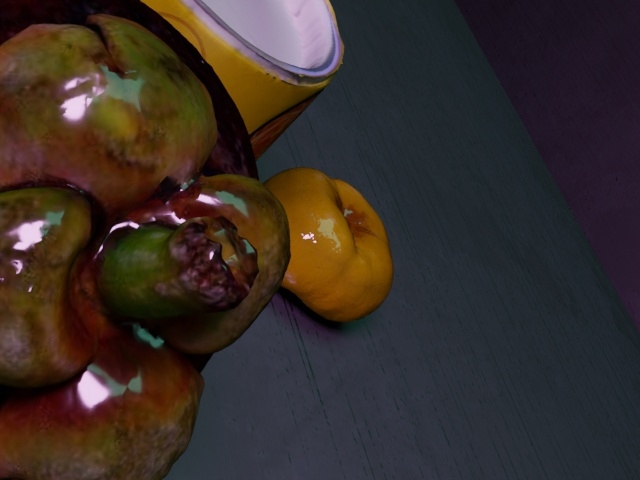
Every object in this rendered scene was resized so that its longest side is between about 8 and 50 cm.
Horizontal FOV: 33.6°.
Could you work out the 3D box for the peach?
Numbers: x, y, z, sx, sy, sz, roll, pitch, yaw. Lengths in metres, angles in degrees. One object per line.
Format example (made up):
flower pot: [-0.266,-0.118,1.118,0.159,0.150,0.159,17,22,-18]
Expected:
peach: [0.000,0.000,1.097,0.179,0.103,0.179,41,28,-27]

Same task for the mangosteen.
mangosteen: [-0.154,-0.011,0.586,0.300,0.300,0.300,39,26,-24]

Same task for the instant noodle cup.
instant noodle cup: [-0.154,-0.152,0.839,0.325,0.254,0.325,39,29,-28]
